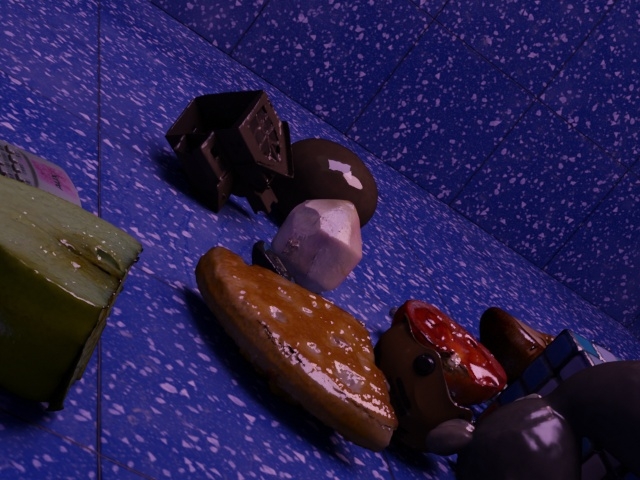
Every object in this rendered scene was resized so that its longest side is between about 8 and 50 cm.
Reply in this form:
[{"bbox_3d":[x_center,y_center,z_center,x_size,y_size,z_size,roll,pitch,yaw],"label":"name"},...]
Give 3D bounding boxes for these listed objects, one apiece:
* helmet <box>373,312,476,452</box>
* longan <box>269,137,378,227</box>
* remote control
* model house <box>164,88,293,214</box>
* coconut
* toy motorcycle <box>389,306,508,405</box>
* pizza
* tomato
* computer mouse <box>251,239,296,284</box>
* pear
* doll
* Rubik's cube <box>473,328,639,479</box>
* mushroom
[{"bbox_3d":[0.142,0.239,1.663,0.224,0.130,0.198,58,-6,12],"label":"helmet"},{"bbox_3d":[0.001,-0.118,2.295,0.246,0.215,0.246,42,21,-20],"label":"longan"},{"bbox_3d":[-0.483,-0.113,1.432,0.344,0.050,0.145,25,19,-40],"label":"remote control"},{"bbox_3d":[-0.168,-0.139,2.079,0.204,0.211,0.243,-58,133,-37],"label":"model house"},{"bbox_3d":[0.000,0.000,1.989,0.171,0.183,0.171,33,12,-8],"label":"coconut"},{"bbox_3d":[0.258,0.235,2.093,0.296,0.109,0.198,39,4,12],"label":"toy motorcycle"},{"bbox_3d":[-0.033,0.154,1.575,0.409,0.114,0.278,43,16,16],"label":"pizza"},{"bbox_3d":[0.207,0.221,1.903,0.233,0.139,0.200,40,18,0],"label":"tomato"},{"bbox_3d":[-0.085,0.062,1.871,0.135,0.047,0.079,54,12,16],"label":"computer mouse"},{"bbox_3d":[-0.335,0.040,1.112,0.292,0.159,0.292,35,11,-8],"label":"pear"},{"bbox_3d":[0.337,0.356,1.341,0.252,0.379,0.382,13,51,-58],"label":"doll"},{"bbox_3d":[0.432,0.366,1.658,0.292,0.293,0.287,32,22,-28],"label":"Rubik's cube"},{"bbox_3d":[0.443,0.249,2.444,0.194,0.138,0.231,28,1,13],"label":"mushroom"}]
